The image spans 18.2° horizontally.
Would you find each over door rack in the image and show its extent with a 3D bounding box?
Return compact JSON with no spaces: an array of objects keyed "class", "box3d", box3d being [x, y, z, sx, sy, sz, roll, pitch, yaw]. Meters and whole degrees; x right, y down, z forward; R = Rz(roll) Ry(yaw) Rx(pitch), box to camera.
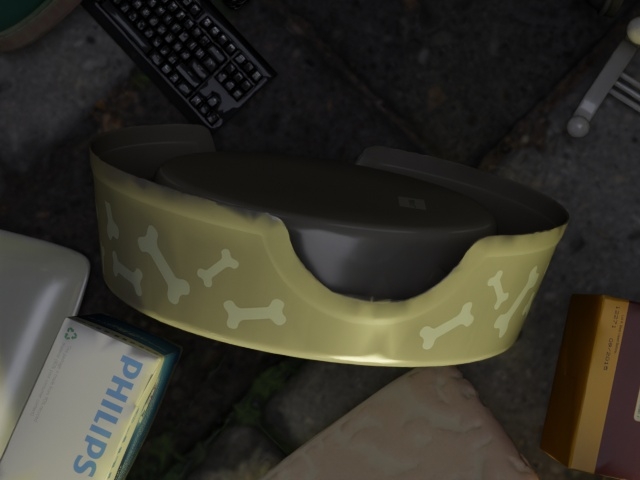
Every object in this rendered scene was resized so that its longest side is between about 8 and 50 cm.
[{"class":"over door rack","box3d":[0.362,-0.150,1.507,0.239,0.108,0.324,31,117,0]}]

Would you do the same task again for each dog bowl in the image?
[{"class":"dog bowl","box3d":[0.000,0.000,1.450,0.349,0.349,0.102,9,103,0]}]

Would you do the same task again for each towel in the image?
[{"class":"towel","box3d":[0.046,0.282,1.482,0.317,0.053,0.332,-36,47,0]}]

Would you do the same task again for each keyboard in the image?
[{"class":"keyboard","box3d":[-0.113,-0.183,1.602,0.108,0.023,0.180,-43,90,-1]}]

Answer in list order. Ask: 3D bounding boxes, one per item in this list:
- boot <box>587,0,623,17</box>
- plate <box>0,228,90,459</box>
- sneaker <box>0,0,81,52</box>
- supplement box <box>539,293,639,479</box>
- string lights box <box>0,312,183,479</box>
[{"class":"boot","box3d":[0.147,-0.276,1.580,0.208,0.076,0.189,7,74,-7]},{"class":"plate","box3d":[-0.341,0.105,1.533,0.278,0.045,0.277,18,89,-32]},{"class":"sneaker","box3d":[-0.184,-0.281,1.542,0.108,0.121,0.302,41,89,25]},{"class":"supplement box","box3d":[0.282,0.122,1.512,0.194,0.191,0.129,12,89,1]},{"class":"string lights box","box3d":[-0.166,0.128,1.475,0.077,0.260,0.133,24,88,0]}]
